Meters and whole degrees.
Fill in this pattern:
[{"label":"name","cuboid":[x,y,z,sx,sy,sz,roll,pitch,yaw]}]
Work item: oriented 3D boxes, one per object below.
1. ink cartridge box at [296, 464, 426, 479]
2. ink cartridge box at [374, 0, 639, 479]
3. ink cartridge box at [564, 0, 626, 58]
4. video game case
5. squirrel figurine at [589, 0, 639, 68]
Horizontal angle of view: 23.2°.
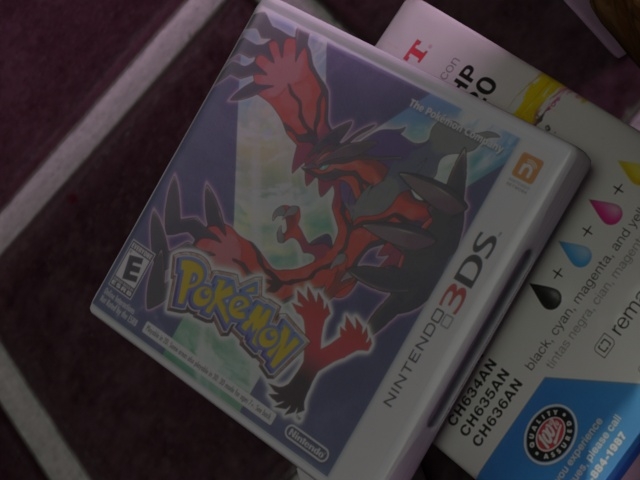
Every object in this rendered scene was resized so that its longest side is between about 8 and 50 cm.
[{"label":"ink cartridge box","cuboid":[0.034,0.164,0.847,0.062,0.029,0.115,-29,62,19]},{"label":"ink cartridge box","cuboid":[0.111,0.025,0.764,0.232,0.168,0.171,38,95,35]},{"label":"ink cartridge box","cuboid":[0.208,-0.239,0.777,0.278,0.201,0.117,-33,61,18]},{"label":"video game case","cuboid":[0.000,0.000,0.724,0.201,0.023,0.183,31,93,37]},{"label":"squirrel figurine","cuboid":[0.294,-0.162,0.580,0.370,0.397,0.281,-42,58,18]}]
